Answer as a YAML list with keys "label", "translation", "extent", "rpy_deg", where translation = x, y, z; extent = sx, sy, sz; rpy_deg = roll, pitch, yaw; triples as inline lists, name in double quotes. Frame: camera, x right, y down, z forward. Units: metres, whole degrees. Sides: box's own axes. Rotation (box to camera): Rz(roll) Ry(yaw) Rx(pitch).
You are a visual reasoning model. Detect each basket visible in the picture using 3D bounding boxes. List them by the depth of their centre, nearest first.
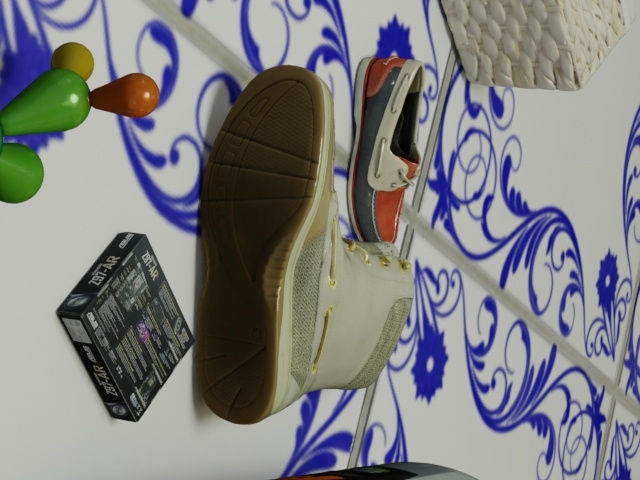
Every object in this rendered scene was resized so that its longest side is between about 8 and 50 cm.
- label: "basket"
  translation: [0.156, -0.201, 1.140]
  extent: [0.103, 0.113, 0.167]
  rpy_deg: [-58, 140, -33]

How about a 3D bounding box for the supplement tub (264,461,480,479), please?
- label: "supplement tub"
  translation: [-0.014, 0.234, 0.842]
  extent: [0.338, 0.207, 0.207]
  rpy_deg: [7, 89, -60]

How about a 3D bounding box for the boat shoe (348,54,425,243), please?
- label: "boat shoe"
  translation: [0.049, -0.059, 1.054]
  extent: [0.049, 0.043, 0.137]
  rpy_deg: [-12, 107, -60]

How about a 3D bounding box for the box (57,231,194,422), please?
- label: "box"
  translation: [-0.105, 0.048, 0.839]
  extent: [0.067, 0.018, 0.083]
  rpy_deg: [-57, 140, -38]

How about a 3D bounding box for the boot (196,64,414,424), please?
- label: "boot"
  translation: [0.000, 0.000, 0.952]
  extent: [0.165, 0.077, 0.213]
  rpy_deg: [-4, 104, -58]

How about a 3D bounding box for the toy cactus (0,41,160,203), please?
- label: "toy cactus"
  translation: [-0.157, -0.045, 0.641]
  extent: [0.180, 0.112, 0.219]
  rpy_deg: [44, 59, -65]
